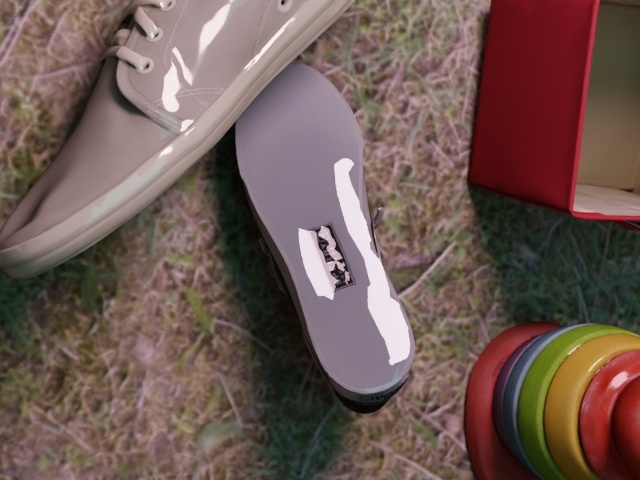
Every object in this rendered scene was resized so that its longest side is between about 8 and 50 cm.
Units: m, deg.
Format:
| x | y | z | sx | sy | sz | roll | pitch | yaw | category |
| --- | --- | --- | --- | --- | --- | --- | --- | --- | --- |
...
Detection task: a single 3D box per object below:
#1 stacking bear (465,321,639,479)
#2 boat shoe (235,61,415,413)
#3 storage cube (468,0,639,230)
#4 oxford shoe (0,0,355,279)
| x | y | z | sx | sy | sz | roll | pitch | yaw | category |
| --- | --- | --- | --- | --- | --- | --- | --- | --- | --- |
| 0.257 | 0.155 | 1.513 | 0.175 | 0.289 | 0.164 | -30 | 102 | -20 | stacking bear |
| 0.004 | -0.001 | 1.504 | 0.113 | 0.105 | 0.306 | -20 | 74 | -11 | boat shoe |
| 0.262 | -0.123 | 1.551 | 0.184 | 0.193 | 0.215 | 3 | 98 | -23 | storage cube |
| -0.115 | -0.150 | 1.413 | 0.449 | 0.169 | 0.130 | -48 | 112 | -15 | oxford shoe |
